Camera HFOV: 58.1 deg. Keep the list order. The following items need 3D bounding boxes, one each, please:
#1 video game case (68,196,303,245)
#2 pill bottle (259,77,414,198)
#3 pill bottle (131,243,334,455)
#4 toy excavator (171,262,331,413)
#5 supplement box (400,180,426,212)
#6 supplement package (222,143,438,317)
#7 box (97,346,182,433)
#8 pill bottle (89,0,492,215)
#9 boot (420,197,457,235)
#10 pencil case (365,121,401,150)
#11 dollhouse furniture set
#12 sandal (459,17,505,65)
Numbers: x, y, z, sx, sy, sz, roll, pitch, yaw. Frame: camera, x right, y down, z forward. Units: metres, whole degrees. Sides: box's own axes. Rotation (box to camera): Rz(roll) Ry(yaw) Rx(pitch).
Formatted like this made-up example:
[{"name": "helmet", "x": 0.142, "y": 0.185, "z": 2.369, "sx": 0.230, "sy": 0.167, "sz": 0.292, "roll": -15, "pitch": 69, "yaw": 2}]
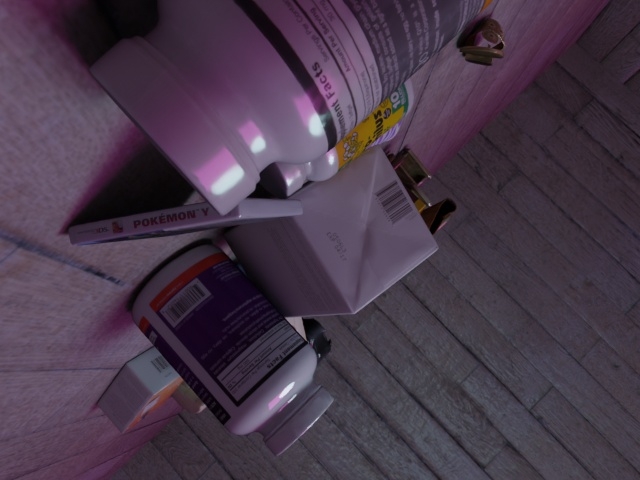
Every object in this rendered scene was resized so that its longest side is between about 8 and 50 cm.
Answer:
[{"name": "video game case", "x": -0.134, "y": -0.023, "z": 0.634, "sx": 0.183, "sy": 0.023, "sz": 0.201, "roll": -9, "pitch": -179, "yaw": 15}, {"name": "pill bottle", "x": 0.007, "y": -0.147, "z": 0.706, "sx": 0.208, "sy": 0.117, "sz": 0.117, "roll": -41, "pitch": 171, "yaw": -21}, {"name": "pill bottle", "x": -0.133, "y": 0.173, "z": 0.911, "sx": 0.181, "sy": 0.323, "sz": 0.181, "roll": -42, "pitch": 172, "yaw": -7}, {"name": "toy excavator", "x": -0.214, "y": 0.240, "z": 1.313, "sx": 0.222, "sy": 0.445, "sz": 0.433, "roll": -35, "pitch": 124, "yaw": -44}, {"name": "supplement box", "x": 0.096, "y": -0.076, "z": 1.219, "sx": 0.129, "sy": 0.194, "sz": 0.191, "roll": -44, "pitch": 172, "yaw": -6}, {"name": "supplement package", "x": 0.000, "y": 0.000, "z": 0.892, "sx": 0.175, "sy": 0.177, "sz": 0.293, "roll": -35, "pitch": -172, "yaw": -26}, {"name": "box", "x": -0.380, "y": 0.315, "z": 1.253, "sx": 0.170, "sy": 0.091, "sz": 0.130, "roll": -49, "pitch": 170, "yaw": 32}, {"name": "pill bottle", "x": -0.011, "y": -0.157, "z": 0.413, "sx": 0.278, "sy": 0.162, "sz": 0.162, "roll": -42, "pitch": 172, "yaw": -6}, {"name": "boot", "x": 0.168, "y": 0.016, "z": 1.377, "sx": 0.280, "sy": 0.096, "sz": 0.264, "roll": -16, "pitch": -162, "yaw": 50}, {"name": "pencil case", "x": 0.051, "y": -0.179, "z": 0.881, "sx": 0.206, "sy": 0.088, "sz": 0.086, "roll": -31, "pitch": 144, "yaw": -56}, {"name": "dollhouse furniture set", "x": 0.247, "y": -0.153, "z": 1.566, "sx": 0.161, "sy": 0.212, "sz": 0.242, "roll": -43, "pitch": -163, "yaw": -2}, {"name": "sandal", "x": 0.340, "y": -0.419, "z": 1.196, "sx": 0.240, "sy": 0.088, "sz": 0.079, "roll": -40, "pitch": 143, "yaw": -74}]
